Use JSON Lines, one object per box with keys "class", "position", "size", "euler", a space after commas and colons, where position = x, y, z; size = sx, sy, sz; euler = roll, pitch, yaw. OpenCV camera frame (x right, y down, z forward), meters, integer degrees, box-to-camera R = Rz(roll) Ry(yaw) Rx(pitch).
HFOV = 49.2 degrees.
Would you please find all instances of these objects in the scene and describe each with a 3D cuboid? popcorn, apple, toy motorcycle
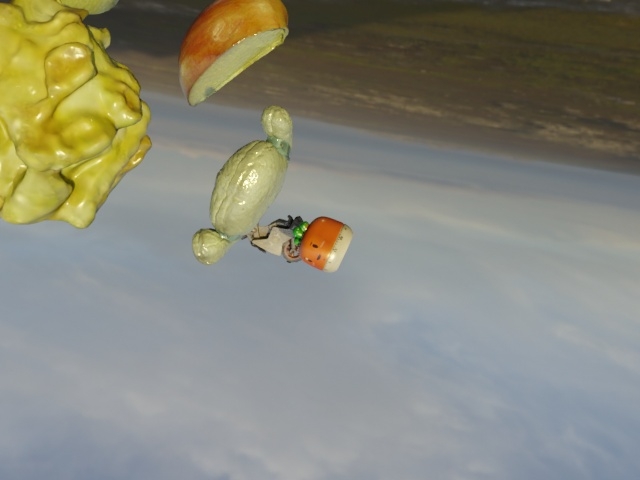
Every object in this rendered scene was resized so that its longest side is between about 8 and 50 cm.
{"class": "popcorn", "position": [-0.377, -0.171, 0.962], "size": [0.312, 0.312, 0.312], "euler": [9, -173, -1]}
{"class": "apple", "position": [-0.243, -0.500, 1.777], "size": [0.179, 0.346, 0.254], "euler": [48, -162, -30]}
{"class": "toy motorcycle", "position": [-0.128, -0.028, 1.774], "size": [0.215, 0.123, 0.080], "euler": [23, -165, 0]}

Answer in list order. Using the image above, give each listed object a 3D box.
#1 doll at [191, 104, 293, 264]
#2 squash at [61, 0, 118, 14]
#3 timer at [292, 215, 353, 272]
{"class": "doll", "position": [-0.088, -0.063, 0.863], "size": [0.071, 0.214, 0.103], "euler": [30, -173, 20]}
{"class": "squash", "position": [-0.476, -0.512, 1.256], "size": [0.252, 0.252, 0.049], "euler": [2, 146, -44]}
{"class": "timer", "position": [0.000, 0.000, 1.491], "size": [0.136, 0.099, 0.136], "euler": [22, -146, -15]}
